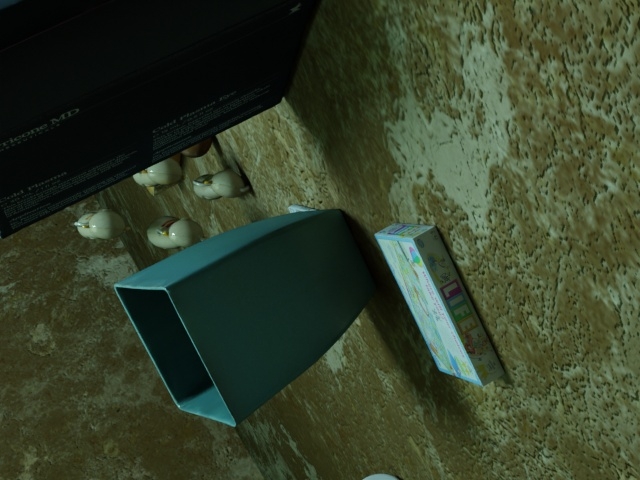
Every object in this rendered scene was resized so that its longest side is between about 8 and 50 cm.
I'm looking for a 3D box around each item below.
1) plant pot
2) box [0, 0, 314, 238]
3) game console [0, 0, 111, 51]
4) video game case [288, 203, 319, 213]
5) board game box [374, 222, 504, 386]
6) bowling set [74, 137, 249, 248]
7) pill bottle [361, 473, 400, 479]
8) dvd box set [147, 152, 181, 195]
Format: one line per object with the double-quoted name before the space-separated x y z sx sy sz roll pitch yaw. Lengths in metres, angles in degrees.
"plant pot" -0.070 0.064 1.331 0.165 0.234 0.166 -1 118 61
"box" -0.205 -0.183 1.133 0.179 0.343 0.312 61 166 6
"game console" -0.239 -0.327 0.875 0.060 0.386 0.342 44 159 59
"video game case" 0.000 0.000 1.451 0.087 0.011 0.122 65 166 -13
"board game box" 0.110 0.058 1.129 0.154 0.026 0.103 64 166 -10
"bowling set" -0.194 -0.075 1.683 0.154 0.287 0.200 -177 93 -67
"pill bottle" 0.096 0.418 1.769 0.086 0.086 0.152 50 162 40
"dvd box set" -0.330 -0.267 2.019 0.308 0.062 0.420 59 166 8
